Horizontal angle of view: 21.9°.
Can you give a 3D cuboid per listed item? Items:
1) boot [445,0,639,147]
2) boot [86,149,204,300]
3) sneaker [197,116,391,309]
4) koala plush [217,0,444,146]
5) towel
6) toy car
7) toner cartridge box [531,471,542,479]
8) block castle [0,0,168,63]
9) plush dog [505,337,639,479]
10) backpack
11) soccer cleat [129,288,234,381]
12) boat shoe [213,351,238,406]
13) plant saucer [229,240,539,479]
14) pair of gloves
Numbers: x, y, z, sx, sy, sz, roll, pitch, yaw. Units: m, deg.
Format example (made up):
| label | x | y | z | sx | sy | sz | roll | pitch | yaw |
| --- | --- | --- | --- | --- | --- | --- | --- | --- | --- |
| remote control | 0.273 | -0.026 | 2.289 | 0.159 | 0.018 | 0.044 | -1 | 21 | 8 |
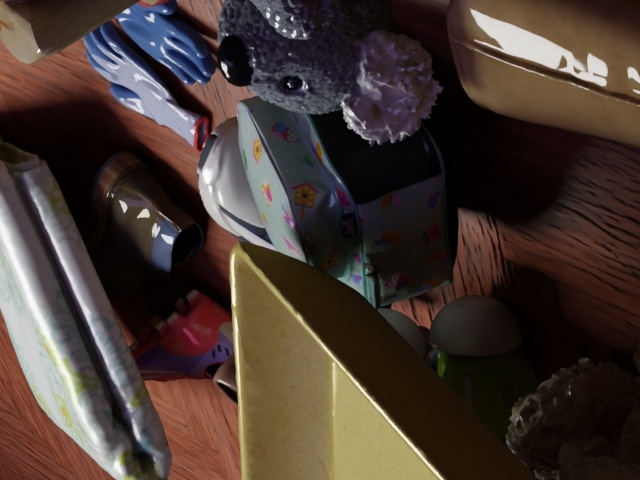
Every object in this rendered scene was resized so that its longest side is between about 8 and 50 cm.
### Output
| label | x | y | z | sx | sy | sz | roll | pitch | yaw |
| --- | --- | --- | --- | --- | --- | --- | --- | --- | --- |
| boot | 0.182 | -0.127 | 0.944 | 0.269 | 0.089 | 0.236 | 26 | 146 | 38 |
| boot | -0.176 | 0.015 | 1.671 | 0.106 | 0.082 | 0.219 | 39 | 151 | 22 |
| sneaker | 0.000 | 0.000 | 1.378 | 0.153 | 0.094 | 0.235 | 20 | 143 | 41 |
| koala plush | -0.008 | -0.167 | 1.036 | 0.196 | 0.203 | 0.221 | 28 | 147 | 35 |
| towel | -0.290 | 0.067 | 1.757 | 0.374 | 0.090 | 0.320 | 68 | 165 | -16 |
| toy car | 0.082 | 0.122 | 1.352 | 0.136 | 0.182 | 0.159 | -137 | 41 | -71 |
| toner cartridge box | 0.152 | 0.343 | 1.543 | 0.165 | 0.075 | 0.348 | -6 | 124 | 21 |
| block castle | -0.204 | -0.367 | 1.060 | 0.303 | 0.213 | 0.453 | 38 | 150 | 27 |
| plush dog | 0.227 | 0.198 | 1.157 | 0.210 | 0.225 | 0.262 | 47 | 151 | -3 |
| backpack | 0.025 | -0.038 | 1.220 | 0.166 | 0.144 | 0.188 | 61 | 177 | 40 |
| soccer cleat | -0.152 | 0.124 | 1.789 | 0.095 | 0.083 | 0.248 | 45 | 151 | -5 |
| boat shoe | 0.026 | 0.232 | 1.617 | 0.342 | 0.123 | 0.123 | 52 | 153 | -9 |
| plant saucer | 0.055 | 0.198 | 1.151 | 0.333 | 0.081 | 0.333 | 47 | 148 | 40 |
| pair of gloves | -0.153 | -0.167 | 1.457 | 0.159 | 0.023 | 0.198 | 38 | 153 | 14 |
